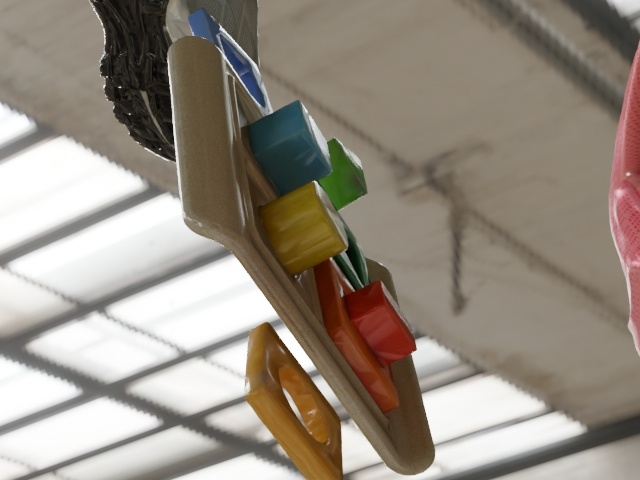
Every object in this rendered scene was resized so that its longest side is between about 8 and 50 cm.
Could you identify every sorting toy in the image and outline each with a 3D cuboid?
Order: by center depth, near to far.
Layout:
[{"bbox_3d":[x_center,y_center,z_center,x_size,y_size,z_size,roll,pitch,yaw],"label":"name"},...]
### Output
[{"bbox_3d":[0.000,0.000,0.875,0.196,0.047,0.348,51,-164,-33],"label":"sorting toy"}]

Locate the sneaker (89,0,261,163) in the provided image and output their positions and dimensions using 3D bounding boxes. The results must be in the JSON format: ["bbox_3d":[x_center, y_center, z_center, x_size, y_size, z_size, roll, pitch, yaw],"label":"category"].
[{"bbox_3d":[-0.095,-0.175,1.102,0.108,0.100,0.271,-53,-29,-34],"label":"sneaker"}]

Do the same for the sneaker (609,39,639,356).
[{"bbox_3d":[0.175,-0.063,0.602,0.136,0.116,0.314,59,-141,-31],"label":"sneaker"}]
